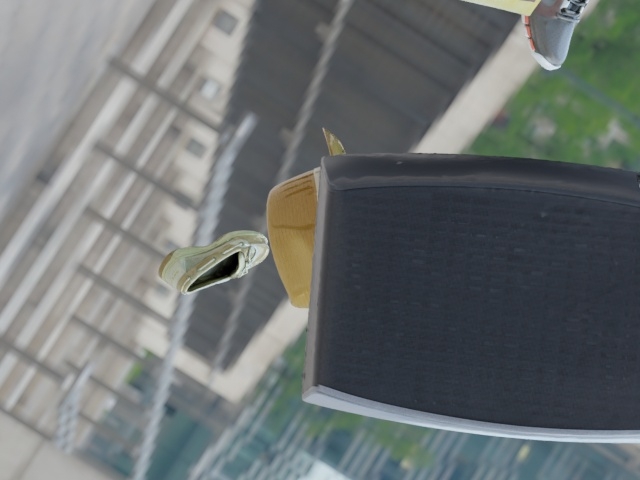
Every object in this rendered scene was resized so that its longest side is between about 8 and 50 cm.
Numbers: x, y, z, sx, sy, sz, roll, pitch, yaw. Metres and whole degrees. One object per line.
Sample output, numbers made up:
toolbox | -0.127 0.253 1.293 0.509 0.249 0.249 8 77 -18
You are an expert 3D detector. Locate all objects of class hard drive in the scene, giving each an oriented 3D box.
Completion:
hard drive | 0.119 0.037 1.005 0.054 0.255 0.172 -56 151 -82

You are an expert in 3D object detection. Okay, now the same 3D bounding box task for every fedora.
fedora | 0.000 0.000 1.459 0.079 0.194 0.194 -14 -170 5

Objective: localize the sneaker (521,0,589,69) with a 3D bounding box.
sneaker | 0.236 -0.241 1.601 0.065 0.061 0.158 4 -92 40

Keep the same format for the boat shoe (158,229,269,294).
boat shoe | -0.110 0.028 1.872 0.153 0.048 0.056 -11 134 -47

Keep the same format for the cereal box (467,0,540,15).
cereal box | 0.044 -0.253 1.189 0.047 0.240 0.173 -54 159 20
